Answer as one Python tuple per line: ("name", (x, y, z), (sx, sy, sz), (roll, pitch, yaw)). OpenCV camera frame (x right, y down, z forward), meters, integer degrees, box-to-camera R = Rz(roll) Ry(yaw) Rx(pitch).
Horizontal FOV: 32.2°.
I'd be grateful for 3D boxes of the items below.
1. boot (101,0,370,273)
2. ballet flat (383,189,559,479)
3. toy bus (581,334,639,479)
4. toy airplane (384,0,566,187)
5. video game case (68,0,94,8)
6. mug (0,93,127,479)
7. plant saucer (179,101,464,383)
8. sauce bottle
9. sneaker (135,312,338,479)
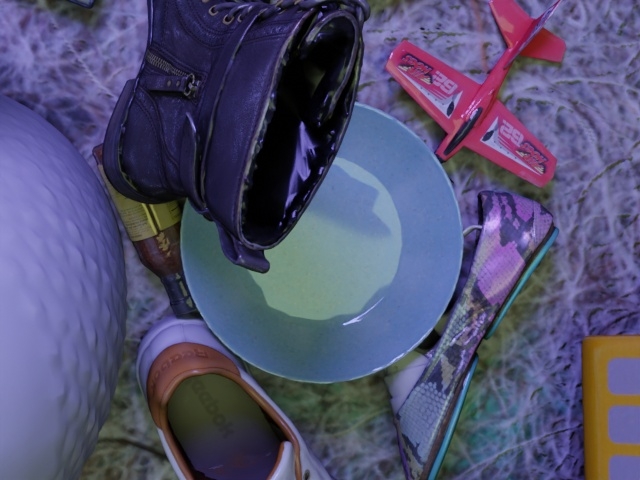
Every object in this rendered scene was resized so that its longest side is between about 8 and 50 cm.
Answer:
("boot", (-0.036, -0.118, 0.634), (0.091, 0.229, 0.263), (15, 88, -28))
("ballet flat", (0.091, 0.065, 0.794), (0.079, 0.077, 0.221), (26, 91, 5))
("toy bus", (0.257, 0.232, 0.766), (0.130, 0.108, 0.333), (-3, 84, 27))
("toy airplane", (0.118, -0.110, 0.779), (0.151, 0.028, 0.151), (-2, 102, -10))
("video game case", (-0.191, -0.310, 0.692), (0.196, 0.026, 0.274), (19, 97, -12))
("mug", (-0.234, 0.009, 0.591), (0.276, 0.328, 0.374), (11, 99, -11))
("plant saucer", (0.000, 0.000, 0.766), (0.195, 0.037, 0.195), (0, 88, -8))
("sauce bottle", (-0.113, -0.011, 0.755), (0.042, 0.042, 0.128), (-21, 103, -5))
("sneaker", (-0.035, 0.190, 0.767), (0.106, 0.123, 0.290), (-35, 105, -2))
